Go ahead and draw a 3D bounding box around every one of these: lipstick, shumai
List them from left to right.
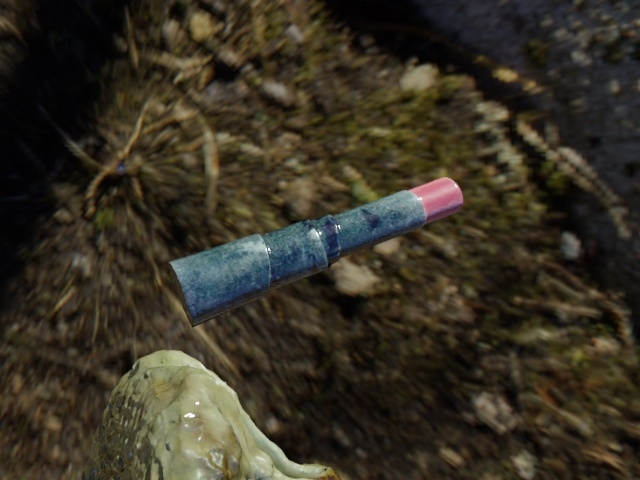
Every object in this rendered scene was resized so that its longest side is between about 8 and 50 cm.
[{"bbox_3d":[-0.085,0.287,1.664,0.263,0.304,0.309,14,111,-26],"label":"shumai"},{"bbox_3d":[0.000,0.000,1.337,0.234,0.053,0.053,-21,95,-9],"label":"lipstick"}]
